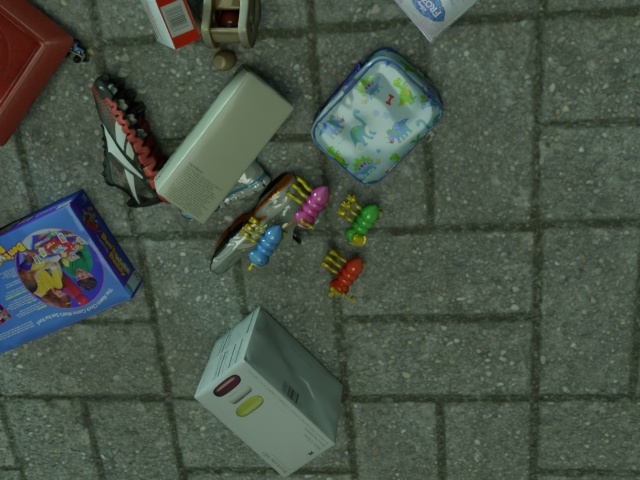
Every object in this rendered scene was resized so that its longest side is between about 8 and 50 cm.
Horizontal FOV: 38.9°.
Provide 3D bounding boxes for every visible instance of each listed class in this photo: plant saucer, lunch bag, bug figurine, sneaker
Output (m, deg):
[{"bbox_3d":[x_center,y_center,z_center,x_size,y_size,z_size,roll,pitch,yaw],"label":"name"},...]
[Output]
[{"bbox_3d":[-0.624,-0.344,1.651,0.258,0.048,0.259,39,105,-4],"label":"plant saucer"},{"bbox_3d":[0.100,-0.226,1.633,0.176,0.090,0.219,39,114,-13],"label":"lunch bag"},{"bbox_3d":[0.000,0.000,1.714,0.279,0.072,0.216,21,110,-30],"label":"bug figurine"},{"bbox_3d":[-0.371,-0.176,1.712,0.135,0.098,0.276,-21,113,14],"label":"sneaker"},{"bbox_3d":[-0.107,-0.005,1.768,0.121,0.099,0.262,40,115,-17],"label":"sneaker"},{"bbox_3d":[-0.194,-0.107,1.748,0.190,0.071,0.083,-26,104,10],"label":"sneaker"}]

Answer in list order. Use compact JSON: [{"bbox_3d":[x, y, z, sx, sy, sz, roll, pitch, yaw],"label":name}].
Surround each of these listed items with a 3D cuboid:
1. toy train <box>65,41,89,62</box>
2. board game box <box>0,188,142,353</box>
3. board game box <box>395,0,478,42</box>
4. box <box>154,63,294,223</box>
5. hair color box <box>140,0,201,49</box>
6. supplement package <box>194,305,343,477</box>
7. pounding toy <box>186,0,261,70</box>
[{"bbox_3d":[-0.498,-0.372,1.673,0.158,0.027,0.036,26,104,-5],"label":"toy train"},{"bbox_3d":[-0.580,0.070,1.871,0.347,0.078,0.233,-22,111,17],"label":"board game box"},{"bbox_3d":[0.197,-0.548,1.475,0.318,0.066,0.319,-38,106,22],"label":"board game box"},{"bbox_3d":[-0.178,-0.175,1.644,0.113,0.094,0.275,37,98,-23],"label":"box"},{"bbox_3d":[-0.261,-0.386,1.555,0.053,0.167,0.093,-26,114,-13],"label":"hair color box"},{"bbox_3d":[-0.099,0.309,1.859,0.145,0.204,0.262,-39,106,23],"label":"supplement package"},{"bbox_3d":[-0.186,-0.409,1.543,0.154,0.154,0.270,1,116,6],"label":"pounding toy"}]
